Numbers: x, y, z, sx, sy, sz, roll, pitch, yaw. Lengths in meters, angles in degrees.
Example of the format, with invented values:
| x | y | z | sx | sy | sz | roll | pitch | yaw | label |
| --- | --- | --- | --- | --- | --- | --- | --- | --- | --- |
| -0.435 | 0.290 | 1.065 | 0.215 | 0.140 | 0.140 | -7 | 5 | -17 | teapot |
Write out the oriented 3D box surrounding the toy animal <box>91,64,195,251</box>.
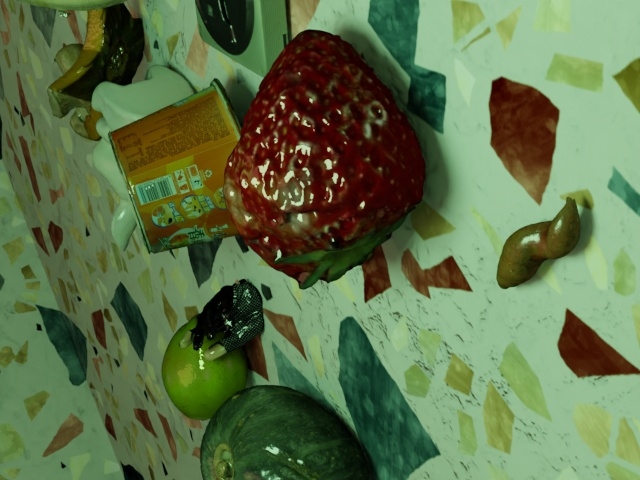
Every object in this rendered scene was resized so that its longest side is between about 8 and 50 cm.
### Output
| x | y | z | sx | sy | sz | roll | pitch | yaw | label |
| --- | --- | --- | --- | --- | --- | --- | --- | --- | --- |
| -0.341 | -0.153 | 2.209 | 0.241 | 0.196 | 0.367 | 53 | 146 | 28 | toy animal |

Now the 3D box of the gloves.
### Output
| x | y | z | sx | sy | sz | roll | pitch | yaw | label |
| --- | --- | --- | --- | --- | --- | --- | --- | --- | --- |
| -0.206 | 0.161 | 2.158 | 0.106 | 0.180 | 0.129 | 58 | 150 | 25 | gloves |

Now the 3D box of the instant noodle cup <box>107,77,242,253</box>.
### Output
| x | y | z | sx | sy | sz | roll | pitch | yaw | label |
| --- | --- | --- | --- | --- | --- | --- | --- | --- | --- |
| -0.240 | -0.118 | 1.931 | 0.296 | 0.214 | 0.296 | 162 | 90 | -81 | instant noodle cup |

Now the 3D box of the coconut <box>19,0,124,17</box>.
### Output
| x | y | z | sx | sy | sz | roll | pitch | yaw | label |
| --- | --- | --- | --- | --- | --- | --- | --- | --- | --- |
| -0.454 | -0.633 | 1.908 | 0.404 | 0.404 | 0.404 | 41 | 141 | 46 | coconut |

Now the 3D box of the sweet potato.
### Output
| x | y | z | sx | sy | sz | roll | pitch | yaw | label |
| --- | --- | --- | --- | --- | --- | --- | --- | --- | --- |
| 0.255 | 0.011 | 1.320 | 0.202 | 0.058 | 0.055 | 129 | 140 | -61 | sweet potato |

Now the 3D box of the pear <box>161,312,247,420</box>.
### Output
| x | y | z | sx | sy | sz | roll | pitch | yaw | label |
| --- | --- | --- | --- | --- | --- | --- | --- | --- | --- |
| -0.245 | 0.258 | 2.302 | 0.187 | 0.187 | 0.220 | 16 | 119 | 59 | pear |

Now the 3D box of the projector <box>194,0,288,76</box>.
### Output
| x | y | z | sx | sy | sz | roll | pitch | yaw | label |
| --- | --- | --- | --- | --- | --- | --- | --- | --- | --- |
| -0.146 | -0.421 | 1.785 | 0.259 | 0.079 | 0.257 | 38 | 140 | 50 | projector |

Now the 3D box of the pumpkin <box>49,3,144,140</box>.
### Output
| x | y | z | sx | sy | sz | roll | pitch | yaw | label |
| --- | --- | --- | --- | --- | --- | --- | --- | --- | --- |
| -0.440 | -0.357 | 2.219 | 0.290 | 0.095 | 0.258 | 63 | -134 | -76 | pumpkin |

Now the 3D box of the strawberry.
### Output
| x | y | z | sx | sy | sz | roll | pitch | yaw | label |
| --- | --- | --- | --- | --- | --- | --- | --- | --- | --- |
| -0.014 | -0.112 | 1.512 | 0.310 | 0.292 | 0.292 | 52 | 151 | 4 | strawberry |

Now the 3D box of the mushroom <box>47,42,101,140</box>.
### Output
| x | y | z | sx | sy | sz | roll | pitch | yaw | label |
| --- | --- | --- | --- | --- | --- | --- | --- | --- | --- |
| -0.527 | -0.321 | 2.520 | 0.151 | 0.156 | 0.286 | 46 | 158 | 21 | mushroom |

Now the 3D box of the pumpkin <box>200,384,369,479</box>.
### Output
| x | y | z | sx | sy | sz | roll | pitch | yaw | label |
| --- | --- | --- | --- | --- | --- | --- | --- | --- | --- |
| -0.065 | 0.425 | 1.974 | 0.328 | 0.257 | 0.291 | 54 | 137 | 45 | pumpkin |

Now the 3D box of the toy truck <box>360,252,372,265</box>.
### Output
| x | y | z | sx | sy | sz | roll | pitch | yaw | label |
| --- | --- | --- | --- | --- | --- | --- | --- | --- | --- |
| 0.037 | -0.020 | 1.723 | 0.123 | 0.052 | 0.063 | 59 | 157 | 21 | toy truck |
